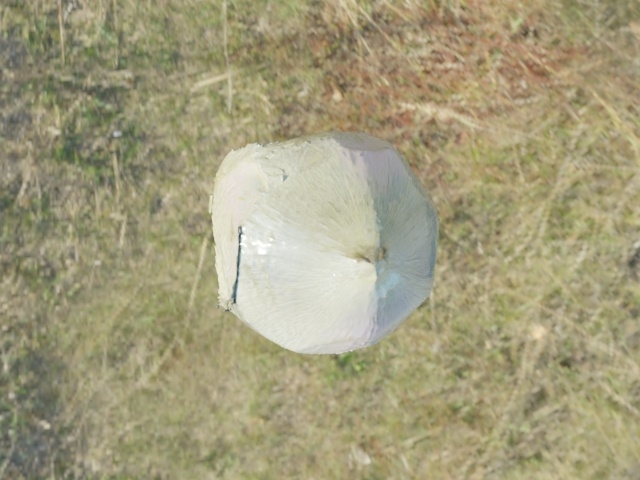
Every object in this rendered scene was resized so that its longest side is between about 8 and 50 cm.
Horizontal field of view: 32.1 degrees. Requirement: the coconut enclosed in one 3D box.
[{"bbox_3d":[0.000,0.000,0.516,0.110,0.124,0.110,-2,96,-18],"label":"coconut"}]
